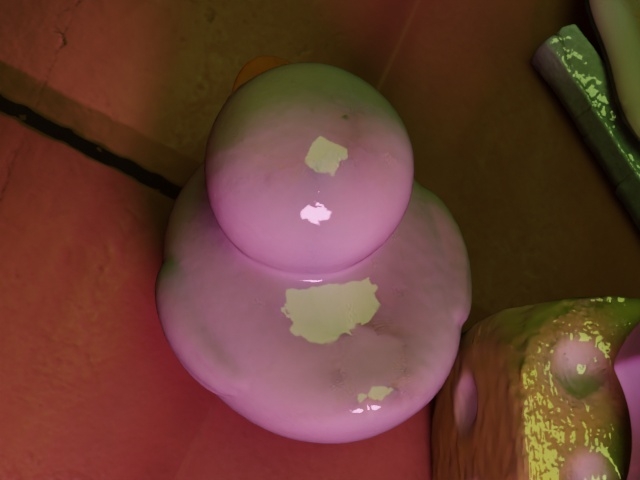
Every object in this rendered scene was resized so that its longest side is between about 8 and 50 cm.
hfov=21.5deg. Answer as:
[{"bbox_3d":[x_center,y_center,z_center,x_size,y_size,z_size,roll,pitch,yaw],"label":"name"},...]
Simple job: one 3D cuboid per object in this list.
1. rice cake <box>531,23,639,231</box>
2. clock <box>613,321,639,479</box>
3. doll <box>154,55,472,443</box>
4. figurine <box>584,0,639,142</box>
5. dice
[{"bbox_3d":[0.238,-0.052,1.265,0.042,0.045,0.245,-26,81,-24],"label":"rice cake"},{"bbox_3d":[0.332,0.160,1.016,0.338,0.102,0.339,7,73,-25],"label":"clock"},{"bbox_3d":[0.000,0.000,1.077,0.221,0.221,0.251,-11,72,-20],"label":"doll"},{"bbox_3d":[0.305,-0.183,1.254,0.166,0.141,0.250,14,58,-25],"label":"figurine"},{"bbox_3d":[0.174,0.139,1.110,0.166,0.169,0.169,4,71,-17],"label":"dice"}]
